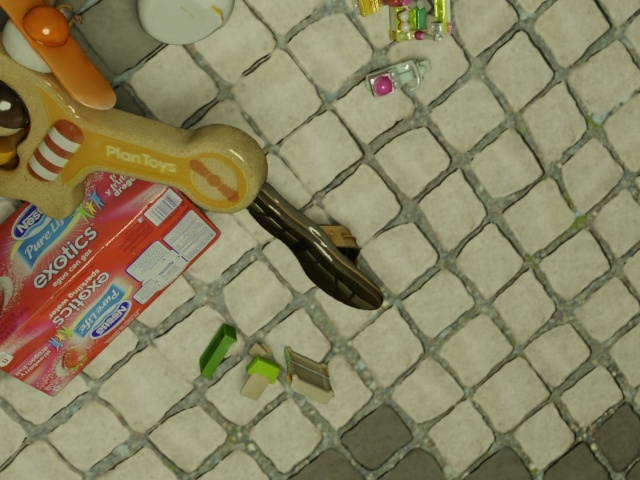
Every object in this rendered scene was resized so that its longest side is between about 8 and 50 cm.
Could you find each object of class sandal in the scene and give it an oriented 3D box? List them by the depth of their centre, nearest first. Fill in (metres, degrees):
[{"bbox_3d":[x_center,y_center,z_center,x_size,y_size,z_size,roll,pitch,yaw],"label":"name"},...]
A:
[{"bbox_3d":[0.000,0.000,1.326,0.219,0.090,0.060,44,67,-15],"label":"sandal"}]

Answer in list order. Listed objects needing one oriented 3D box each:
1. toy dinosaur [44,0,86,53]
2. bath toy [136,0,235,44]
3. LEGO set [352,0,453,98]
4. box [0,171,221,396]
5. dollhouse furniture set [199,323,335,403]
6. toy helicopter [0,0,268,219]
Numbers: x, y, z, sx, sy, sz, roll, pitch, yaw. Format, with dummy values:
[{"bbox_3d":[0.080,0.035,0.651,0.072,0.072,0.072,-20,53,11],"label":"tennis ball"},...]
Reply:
[{"bbox_3d":[-0.308,-0.195,1.193,0.112,0.064,0.211,37,82,-2],"label":"toy dinosaur"},{"bbox_3d":[-0.197,-0.341,1.105,0.151,0.129,0.348,-22,134,23],"label":"bath toy"},{"bbox_3d":[0.065,-0.299,1.245,0.132,0.107,0.287,-30,110,-8],"label":"LEGO set"},{"bbox_3d":[-0.249,0.022,1.199,0.257,0.122,0.128,-45,148,-2],"label":"box"},{"bbox_3d":[-0.061,0.158,1.346,0.152,0.076,0.058,27,107,-19],"label":"dollhouse furniture set"},{"bbox_3d":[-0.219,-0.115,1.064,0.355,0.140,0.234,15,126,8],"label":"toy helicopter"}]
